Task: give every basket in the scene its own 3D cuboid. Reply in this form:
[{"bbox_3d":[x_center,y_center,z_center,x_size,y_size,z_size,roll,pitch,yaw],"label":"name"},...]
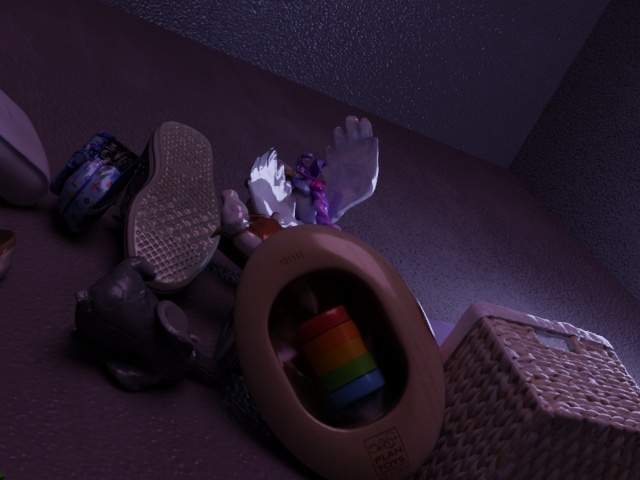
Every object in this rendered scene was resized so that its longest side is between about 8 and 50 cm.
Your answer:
[{"bbox_3d":[0.340,0.323,1.698,0.328,0.331,0.266,17,25,-30],"label":"basket"}]

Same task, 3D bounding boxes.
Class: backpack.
[{"bbox_3d":[-0.433,-0.101,1.920,0.117,0.158,0.173,41,39,-9],"label":"backpack"}]

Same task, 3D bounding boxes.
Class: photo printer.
[{"bbox_3d":[-0.623,-0.213,1.889,0.307,0.107,0.256,49,6,-47],"label":"photo printer"}]

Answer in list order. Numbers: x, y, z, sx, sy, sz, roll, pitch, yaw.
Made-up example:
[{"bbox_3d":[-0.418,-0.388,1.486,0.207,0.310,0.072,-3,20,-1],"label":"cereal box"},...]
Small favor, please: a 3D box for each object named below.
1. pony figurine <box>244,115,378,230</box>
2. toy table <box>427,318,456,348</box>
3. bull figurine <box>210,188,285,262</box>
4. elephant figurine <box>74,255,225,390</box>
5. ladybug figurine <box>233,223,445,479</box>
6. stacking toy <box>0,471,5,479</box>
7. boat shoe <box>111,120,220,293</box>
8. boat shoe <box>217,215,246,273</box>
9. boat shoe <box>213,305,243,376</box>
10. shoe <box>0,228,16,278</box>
[{"bbox_3d":[-0.028,-0.067,2.137,0.303,0.351,0.363,-21,21,-23],"label":"pony figurine"},{"bbox_3d":[0.229,0.254,1.917,0.252,0.161,0.274,27,10,25],"label":"toy table"},{"bbox_3d":[-0.072,0.019,1.880,0.310,0.101,0.188,41,13,-10],"label":"bull figurine"},{"bbox_3d":[-0.257,0.152,1.592,0.239,0.169,0.186,46,50,2],"label":"elephant figurine"},{"bbox_3d":[0.029,0.192,1.658,0.162,0.305,0.449,109,-42,-78],"label":"ladybug figurine"},{"bbox_3d":[-0.384,0.327,1.117,0.221,0.052,0.167,37,19,26],"label":"stacking toy"},{"bbox_3d":[-0.303,-0.048,2.014,0.187,0.156,0.500,24,31,-20],"label":"boat shoe"},{"bbox_3d":[-0.096,0.081,2.036,0.340,0.127,0.113,36,63,-4],"label":"boat shoe"},{"bbox_3d":[-0.107,0.152,1.834,0.105,0.113,0.306,34,17,-9],"label":"boat shoe"},{"bbox_3d":[-0.537,0.034,1.634,0.077,0.058,0.219,6,18,-4],"label":"shoe"}]
